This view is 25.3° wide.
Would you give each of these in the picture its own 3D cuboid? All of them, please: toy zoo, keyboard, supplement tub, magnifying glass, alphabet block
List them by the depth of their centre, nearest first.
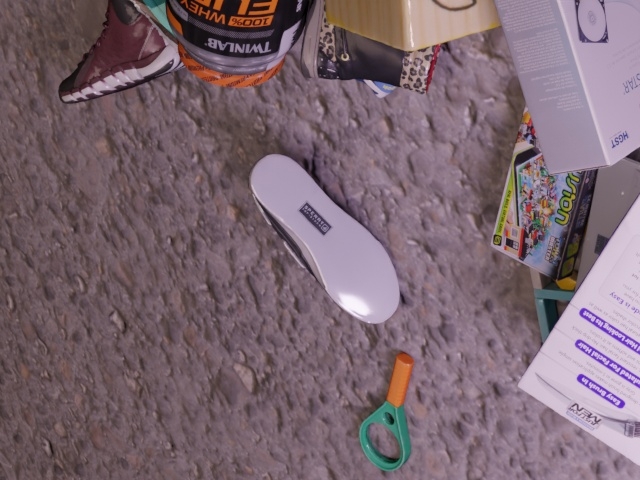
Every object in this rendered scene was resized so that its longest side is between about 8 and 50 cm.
[{"bbox_3d":[0.120,-0.356,1.695,0.193,0.192,0.197,33,136,54],"label":"alphabet block"},{"bbox_3d":[0.362,0.010,1.785,0.072,0.014,0.256,31,130,36],"label":"keyboard"},{"bbox_3d":[0.364,0.075,1.850,0.192,0.030,0.293,5,116,42],"label":"toy zoo"},{"bbox_3d":[-0.103,-0.364,1.858,0.193,0.193,0.316,38,144,22],"label":"supplement tub"},{"bbox_3d":[0.110,0.268,2.211,0.092,0.026,0.231,33,131,27],"label":"magnifying glass"}]

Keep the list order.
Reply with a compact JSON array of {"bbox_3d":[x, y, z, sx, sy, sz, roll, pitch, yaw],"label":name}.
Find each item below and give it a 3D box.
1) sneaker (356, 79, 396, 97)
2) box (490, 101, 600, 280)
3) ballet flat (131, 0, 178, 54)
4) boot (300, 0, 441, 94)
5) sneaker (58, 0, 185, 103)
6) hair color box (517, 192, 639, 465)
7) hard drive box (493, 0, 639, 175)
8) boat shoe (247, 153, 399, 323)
[{"bbox_3d":[0.052,-0.253,1.951,0.144,0.053,0.059,47,139,15],"label":"sneaker"},{"bbox_3d":[0.291,-0.065,1.806,0.114,0.036,0.207,30,121,36],"label":"box"},{"bbox_3d":[-0.270,-0.424,2.058,0.147,0.147,0.409,-24,108,48],"label":"ballet flat"},{"bbox_3d":[0.081,-0.313,1.870,0.179,0.085,0.236,14,95,11],"label":"boot"},{"bbox_3d":[-0.325,-0.321,2.257,0.281,0.106,0.162,-14,97,37],"label":"sneaker"},{"bbox_3d":[0.401,0.091,1.720,0.185,0.110,0.338,33,125,10],"label":"hair color box"},{"bbox_3d":[0.307,-0.216,1.629,0.089,0.181,0.232,-7,108,45],"label":"hard drive box"},{"bbox_3d":[0.000,0.000,2.117,0.301,0.108,0.102,46,171,-3],"label":"boat shoe"}]
